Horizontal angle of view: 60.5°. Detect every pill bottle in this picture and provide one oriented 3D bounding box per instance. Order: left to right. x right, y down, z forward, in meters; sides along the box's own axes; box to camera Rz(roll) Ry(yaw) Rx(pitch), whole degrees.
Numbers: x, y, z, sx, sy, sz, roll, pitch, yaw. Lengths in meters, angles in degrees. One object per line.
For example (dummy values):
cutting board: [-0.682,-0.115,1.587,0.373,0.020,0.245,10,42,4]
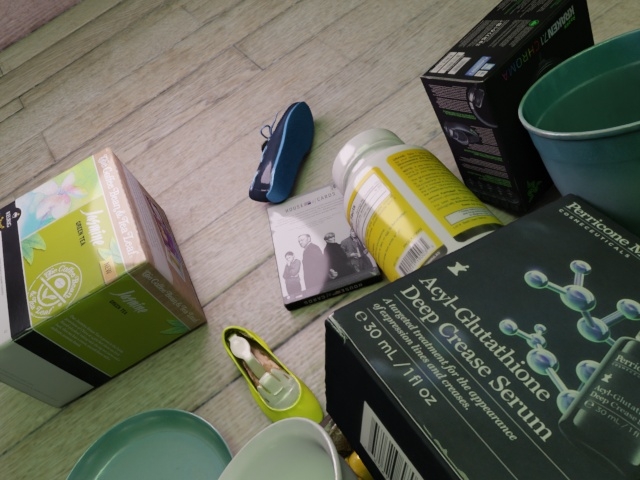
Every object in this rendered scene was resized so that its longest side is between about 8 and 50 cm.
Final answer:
pill bottle: [0.155,-0.035,0.893,0.188,0.188,0.334,-31,52,-3]

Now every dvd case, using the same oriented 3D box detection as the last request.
dvd case: [0.000,0.000,1.024,0.179,0.030,0.239,-19,52,7]

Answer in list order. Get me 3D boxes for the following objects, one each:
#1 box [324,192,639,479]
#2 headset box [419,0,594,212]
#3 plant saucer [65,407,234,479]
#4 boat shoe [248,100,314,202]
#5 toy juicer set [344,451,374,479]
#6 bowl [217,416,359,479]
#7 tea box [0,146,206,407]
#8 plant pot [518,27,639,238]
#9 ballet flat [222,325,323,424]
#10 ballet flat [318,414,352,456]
box: [0.246,0.164,0.637,0.395,0.212,0.293,-24,48,-23]
headset box: [0.334,-0.223,0.912,0.246,0.283,0.131,-43,37,-14]
plant saucer: [-0.258,0.414,0.818,0.317,0.044,0.318,-9,54,13]
boat shoe: [-0.090,-0.193,1.142,0.089,0.109,0.258,-6,46,34]
toy juicer set: [0.104,0.355,0.701,0.209,0.089,0.329,15,63,28]
bowl: [-0.036,0.377,0.648,0.298,0.134,0.298,-43,22,22]
tea box: [-0.436,0.062,1.015,0.323,0.220,0.329,-31,52,-4]
plant pot: [0.449,-0.117,0.750,0.271,0.255,0.272,-26,27,14]
ballet flat: [-0.088,0.215,0.874,0.077,0.077,0.231,-41,53,-12]
ballet flat: [0.085,0.232,0.813,0.250,0.084,0.058,-41,86,-12]
